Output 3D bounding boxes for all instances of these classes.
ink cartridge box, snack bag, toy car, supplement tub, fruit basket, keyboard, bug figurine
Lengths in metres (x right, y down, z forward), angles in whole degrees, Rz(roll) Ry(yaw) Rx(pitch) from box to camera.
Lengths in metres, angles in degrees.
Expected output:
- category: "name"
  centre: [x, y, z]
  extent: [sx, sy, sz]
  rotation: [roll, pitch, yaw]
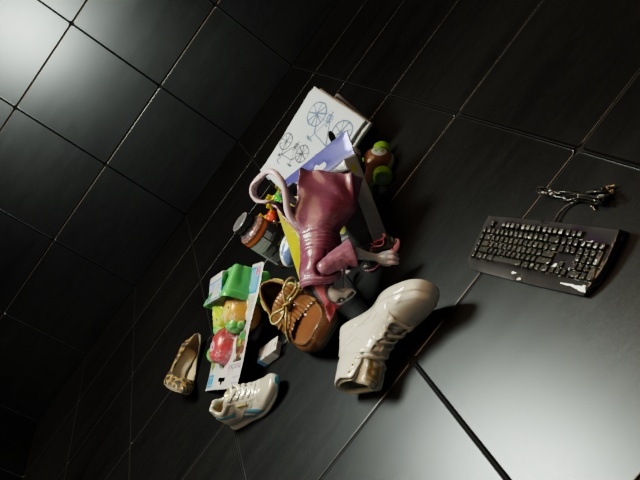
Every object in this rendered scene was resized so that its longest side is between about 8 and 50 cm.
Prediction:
- category: "ink cartridge box"
  centre: [-0.132, 0.297, 1.729]
  extent: [0.083, 0.028, 0.048]
  rotation: [-40, 28, 35]
- category: "snack bag"
  centre: [-0.025, -0.280, 1.993]
  extent: [0.342, 0.037, 0.323]
  rotation: [-56, 43, 10]
- category: "toy car"
  centre: [0.094, -0.228, 1.780]
  extent: [0.149, 0.188, 0.155]
  rotation: [-41, 27, 32]
- category: "supplement tub"
  centre: [-0.171, -0.007, 1.998]
  extent: [0.106, 0.198, 0.106]
  rotation: [-44, 24, 26]
- category: "fruit basket"
  centre: [-0.266, 0.252, 1.872]
  extent: [0.327, 0.165, 0.353]
  rotation: [-29, 42, 62]
- category: "keyboard"
  centre: [0.389, -0.017, 1.116]
  extent: [0.201, 0.033, 0.317]
  rotation: [-59, 23, -7]
- category: "ink cartridge box"
  centre: [0.008, -0.082, 1.696]
  extent: [0.304, 0.072, 0.307]
  rotation: [-33, 73, 45]
- category: "bug figurine"
  centre: [-0.119, -0.176, 2.288]
  extent: [0.279, 0.072, 0.216]
  rotation: [-51, 16, 24]

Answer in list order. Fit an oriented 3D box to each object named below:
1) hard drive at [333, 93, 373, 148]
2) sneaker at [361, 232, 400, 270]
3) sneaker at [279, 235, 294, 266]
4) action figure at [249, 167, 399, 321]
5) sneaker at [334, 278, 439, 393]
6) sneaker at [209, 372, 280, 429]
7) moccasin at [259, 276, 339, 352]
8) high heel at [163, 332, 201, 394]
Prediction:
- category: "hard drive"
  centre: [0.039, -0.319, 2.064]
  extent: [0.254, 0.172, 0.054]
  rotation: [-51, -15, 16]
- category: "sneaker"
  centre: [0.132, 0.025, 1.535]
  extent: [0.119, 0.057, 0.047]
  rotation: [-44, 27, 29]
- category: "sneaker"
  centre: [-0.050, -0.014, 1.921]
  extent: [0.211, 0.080, 0.081]
  rotation: [-59, 20, -4]
- category: "action figure"
  centre: [0.000, 0.000, 1.471]
  extent: [0.248, 0.276, 0.370]
  rotation: [-42, 43, 50]
- category: "sneaker"
  centre: [0.127, 0.204, 1.256]
  extent: [0.292, 0.108, 0.169]
  rotation: [-47, 24, 45]
- category: "sneaker"
  centre: [-0.188, 0.399, 1.622]
  extent: [0.229, 0.092, 0.087]
  rotation: [-41, 25, 29]
- category: "moccasin"
  centre: [-0.066, 0.171, 1.613]
  extent: [0.139, 0.147, 0.380]
  rotation: [-55, 23, 2]
- category: "high heel"
  centre: [-0.432, 0.397, 2.101]
  extent: [0.186, 0.093, 0.261]
  rotation: [-66, 15, -8]
